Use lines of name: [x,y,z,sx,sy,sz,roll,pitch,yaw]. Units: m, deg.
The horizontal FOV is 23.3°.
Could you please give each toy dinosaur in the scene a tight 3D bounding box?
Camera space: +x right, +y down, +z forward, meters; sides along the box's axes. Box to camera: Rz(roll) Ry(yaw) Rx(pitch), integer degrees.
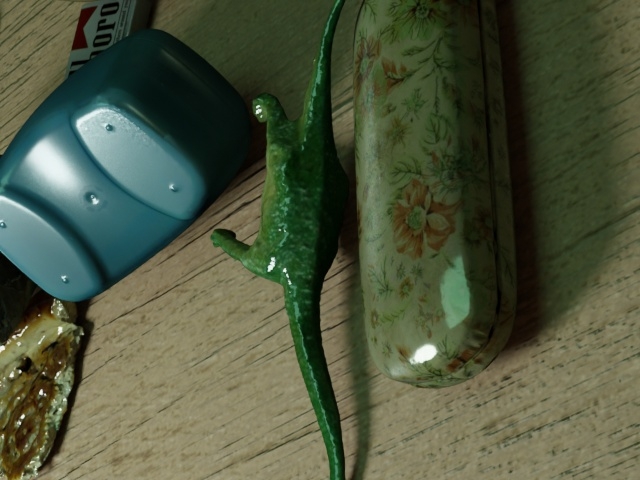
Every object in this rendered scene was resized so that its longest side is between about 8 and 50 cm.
toy dinosaur: [0.000,0.000,1.454,0.301,0.087,0.447,46,126,55]

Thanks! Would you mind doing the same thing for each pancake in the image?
pancake: [-0.366,0.161,1.818,0.212,0.056,0.257,6,78,47]

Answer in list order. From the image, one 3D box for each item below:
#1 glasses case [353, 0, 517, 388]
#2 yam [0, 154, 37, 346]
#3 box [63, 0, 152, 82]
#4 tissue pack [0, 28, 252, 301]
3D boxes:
glasses case: [0.099,-0.074,1.402,0.156,0.098,0.425,-29,53,44]
yam: [-0.416,0.021,1.784,0.202,0.201,0.271,-34,10,28]
box: [-0.266,-0.206,1.886,0.115,0.036,0.177,0,73,46]
tissue pack: [-0.213,-0.088,1.650,0.287,0.198,0.206,-39,17,33]
